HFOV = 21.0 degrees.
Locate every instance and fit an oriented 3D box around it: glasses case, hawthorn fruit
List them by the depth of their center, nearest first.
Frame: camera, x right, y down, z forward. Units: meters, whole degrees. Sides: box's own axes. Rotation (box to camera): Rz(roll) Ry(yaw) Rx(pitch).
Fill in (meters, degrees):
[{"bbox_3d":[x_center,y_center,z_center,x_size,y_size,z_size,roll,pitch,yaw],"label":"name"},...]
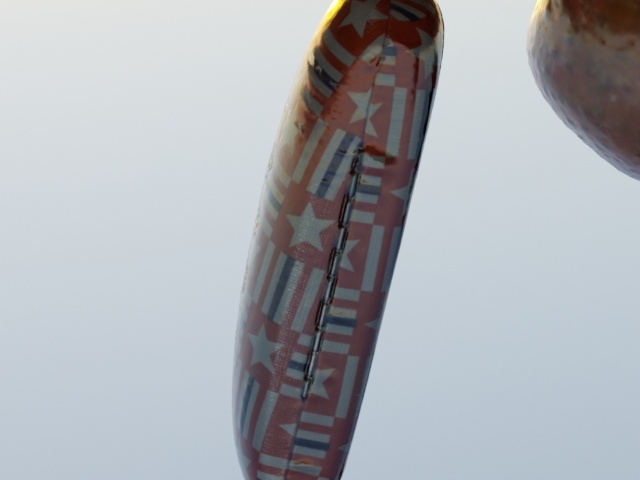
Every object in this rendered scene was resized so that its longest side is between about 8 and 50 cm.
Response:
[{"bbox_3d":[0.000,0.000,0.617,0.049,0.195,0.073,11,-162,-6],"label":"glasses case"},{"bbox_3d":[0.268,-0.170,1.311,0.263,0.231,0.235,56,-174,28],"label":"hawthorn fruit"}]
